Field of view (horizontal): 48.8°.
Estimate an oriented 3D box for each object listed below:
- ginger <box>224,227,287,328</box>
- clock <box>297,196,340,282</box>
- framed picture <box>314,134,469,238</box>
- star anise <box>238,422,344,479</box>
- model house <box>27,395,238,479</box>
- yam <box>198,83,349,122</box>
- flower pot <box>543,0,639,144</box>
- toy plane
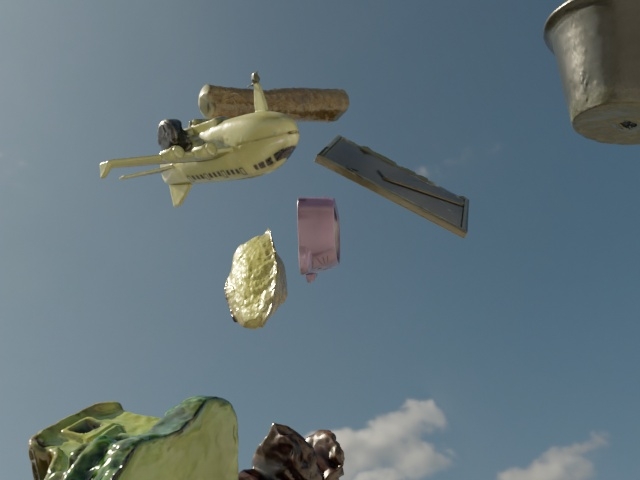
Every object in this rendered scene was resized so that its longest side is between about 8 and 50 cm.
[{"bbox_3d":[-0.096,0.095,1.207,0.115,0.193,0.123,-23,-50,13],"label":"ginger"},{"bbox_3d":[0.000,0.000,1.007,0.050,0.110,0.153,-2,-11,5],"label":"clock"},{"bbox_3d":[0.135,-0.104,1.238,0.281,0.209,0.019,28,-68,4],"label":"framed picture"},{"bbox_3d":[-0.036,0.340,0.875,0.125,0.220,0.190,10,-1,35],"label":"star anise"},{"bbox_3d":[-0.191,0.218,0.540,0.189,0.214,0.195,4,-73,26],"label":"model house"},{"bbox_3d":[-0.074,-0.231,1.194,0.299,0.066,0.066,-8,-31,-42],"label":"yam"},{"bbox_3d":[0.407,-0.216,0.925,0.235,0.148,0.235,9,-12,2],"label":"flower pot"},{"bbox_3d":[-0.116,-0.102,0.801,0.241,0.104,0.256,-9,-10,-44],"label":"toy plane"}]
